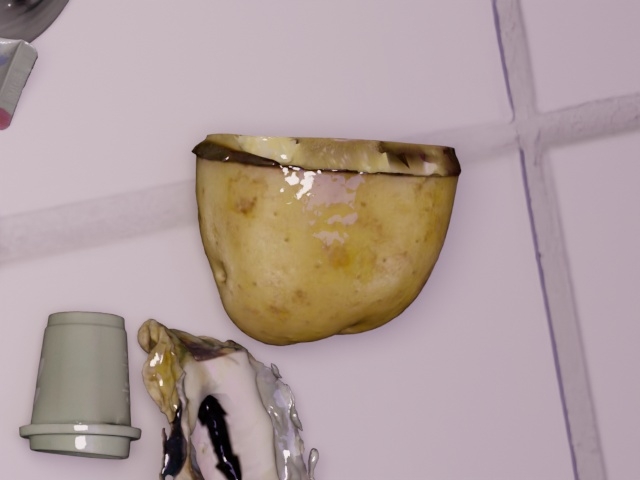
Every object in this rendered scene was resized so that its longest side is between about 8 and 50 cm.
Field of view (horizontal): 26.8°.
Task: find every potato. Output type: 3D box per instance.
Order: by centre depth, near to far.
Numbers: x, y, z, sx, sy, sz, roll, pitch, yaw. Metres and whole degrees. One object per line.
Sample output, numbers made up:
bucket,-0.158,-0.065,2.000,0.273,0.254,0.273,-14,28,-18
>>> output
potato,0.000,0.000,1.404,0.285,0.242,0.243,-1,90,-32

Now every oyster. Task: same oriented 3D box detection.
oyster,-0.109,0.243,1.371,0.238,0.114,0.351,-11,81,-58

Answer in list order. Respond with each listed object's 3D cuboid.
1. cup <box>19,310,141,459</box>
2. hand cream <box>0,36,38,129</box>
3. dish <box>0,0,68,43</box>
cup,-0.235,0.144,1.340,0.120,0.120,0.141,9,78,-25
hand cream,-0.444,-0.177,1.249,0.340,0.124,0.078,13,47,-22
dish,-0.342,-0.311,1.281,0.273,0.134,0.273,0,90,-27
